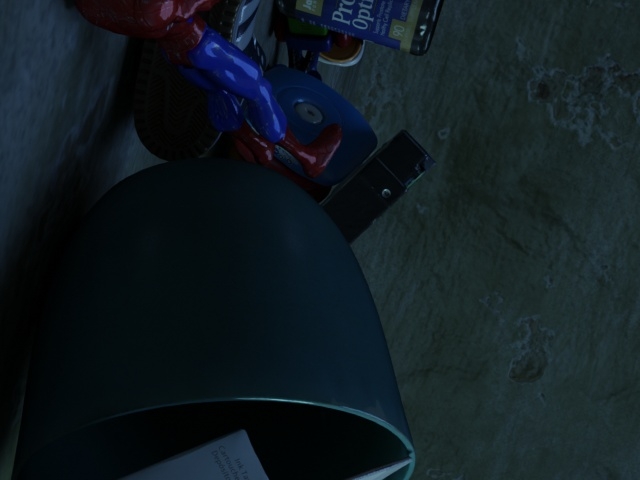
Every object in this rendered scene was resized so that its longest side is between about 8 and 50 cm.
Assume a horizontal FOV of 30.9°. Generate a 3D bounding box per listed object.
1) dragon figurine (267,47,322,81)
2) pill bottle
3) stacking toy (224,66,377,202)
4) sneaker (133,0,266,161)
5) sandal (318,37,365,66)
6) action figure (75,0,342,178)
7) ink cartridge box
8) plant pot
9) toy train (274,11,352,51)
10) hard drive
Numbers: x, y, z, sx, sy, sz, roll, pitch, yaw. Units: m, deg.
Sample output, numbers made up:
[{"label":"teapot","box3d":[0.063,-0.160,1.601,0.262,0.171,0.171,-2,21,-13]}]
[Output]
[{"label":"dragon figurine","box3d":[-0.041,-0.199,1.648,0.144,0.085,0.289,89,14,-71]},{"label":"pill bottle","box3d":[0.026,-0.284,1.237,0.123,0.219,0.123,17,90,-86]},{"label":"stacking toy","box3d":[-0.078,-0.060,1.507,0.166,0.175,0.302,-44,171,-51]},{"label":"sneaker","box3d":[-0.080,-0.211,0.970,0.153,0.099,0.282,-60,168,-77]},{"label":"sandal","box3d":[0.033,-0.395,1.850,0.076,0.102,0.265,99,1,-58]},{"label":"action figure","box3d":[-0.072,-0.164,0.815,0.280,0.091,0.139,35,73,-54]},{"label":"ink cartridge box","box3d":[-0.116,0.223,0.842,0.261,0.066,0.296,-14,159,-44]},{"label":"plant pot","box3d":[-0.085,0.079,0.902,0.293,0.293,0.235,101,-15,-57]},{"label":"toy train","box3d":[0.009,-0.384,1.577,0.143,0.105,0.248,82,22,-48]},{"label":"hard drive","box3d":[0.000,0.000,1.426,0.339,0.064,0.237,-43,179,7]}]
